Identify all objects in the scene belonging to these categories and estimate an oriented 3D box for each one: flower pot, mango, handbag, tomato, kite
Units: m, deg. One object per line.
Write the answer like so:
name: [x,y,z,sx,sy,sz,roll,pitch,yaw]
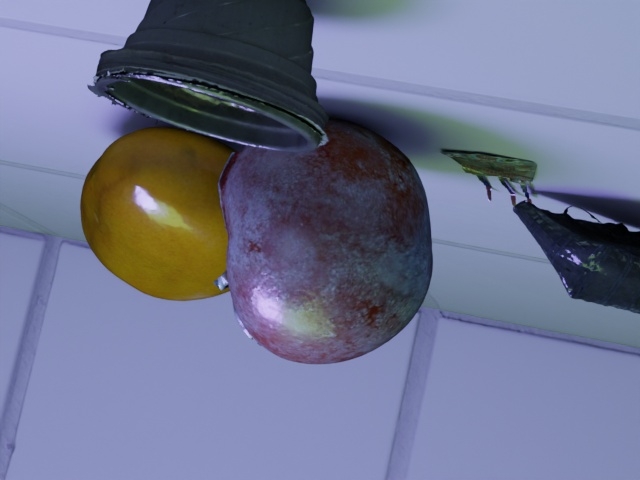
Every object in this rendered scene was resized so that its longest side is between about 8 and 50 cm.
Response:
flower pot: [-0.090,-0.178,1.398,0.236,0.140,0.235,14,170,2]
mango: [-0.213,-0.047,2.172,0.300,0.232,0.445,16,164,3]
handbag: [0.404,0.018,2.035,0.270,0.088,0.175,14,-152,-28]
tomato: [0.000,0.000,1.867,0.283,0.316,0.316,-5,170,5]
kite: [0.237,-0.085,1.980,0.127,0.016,0.229,13,169,16]
